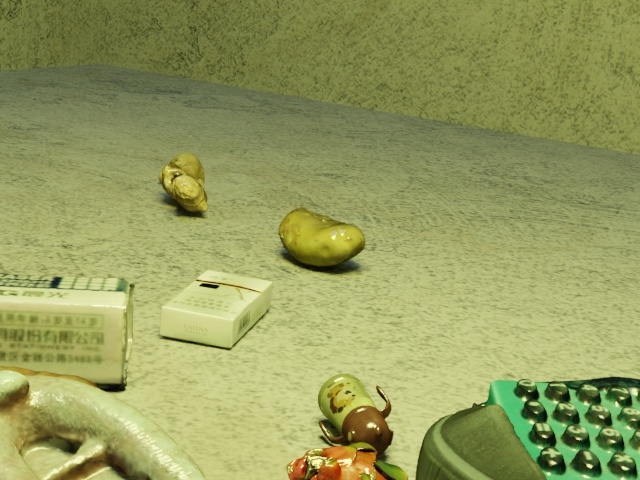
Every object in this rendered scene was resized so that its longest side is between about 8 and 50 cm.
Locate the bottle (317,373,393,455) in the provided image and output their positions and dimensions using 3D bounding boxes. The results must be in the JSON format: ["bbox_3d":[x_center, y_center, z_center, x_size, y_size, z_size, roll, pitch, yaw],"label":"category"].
[{"bbox_3d":[0.034,0.158,1.040,0.047,0.063,0.101,32,6,-25],"label":"bottle"}]

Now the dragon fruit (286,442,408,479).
[{"bbox_3d":[0.026,0.191,0.853,0.086,0.081,0.116,20,-2,39],"label":"dragon fruit"}]

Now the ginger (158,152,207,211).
[{"bbox_3d":[-0.226,-0.097,1.882,0.089,0.075,0.288,35,5,-19],"label":"ginger"}]

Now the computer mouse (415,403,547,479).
[{"bbox_3d":[0.108,0.194,0.800,0.071,0.126,0.231,-7,18,-6],"label":"computer mouse"}]

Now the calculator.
[{"bbox_3d":[0.276,0.182,1.010,0.273,0.058,0.248,5,14,1],"label":"calculator"}]

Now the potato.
[{"bbox_3d":[0.000,0.000,1.585,0.091,0.070,0.138,-5,19,-38],"label":"potato"}]

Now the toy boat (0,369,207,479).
[{"bbox_3d":[-0.178,0.159,0.819,0.227,0.085,0.155,26,38,35],"label":"toy boat"}]

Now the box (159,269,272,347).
[{"bbox_3d":[-0.115,0.076,1.316,0.083,0.040,0.154,7,16,12],"label":"box"}]

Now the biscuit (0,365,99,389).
[{"bbox_3d":[-0.330,0.147,0.966,0.299,0.045,0.154,2,18,-7],"label":"biscuit"}]

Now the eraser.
[{"bbox_3d":[-0.330,0.082,1.137,0.287,0.086,0.130,3,13,-6],"label":"eraser"}]
